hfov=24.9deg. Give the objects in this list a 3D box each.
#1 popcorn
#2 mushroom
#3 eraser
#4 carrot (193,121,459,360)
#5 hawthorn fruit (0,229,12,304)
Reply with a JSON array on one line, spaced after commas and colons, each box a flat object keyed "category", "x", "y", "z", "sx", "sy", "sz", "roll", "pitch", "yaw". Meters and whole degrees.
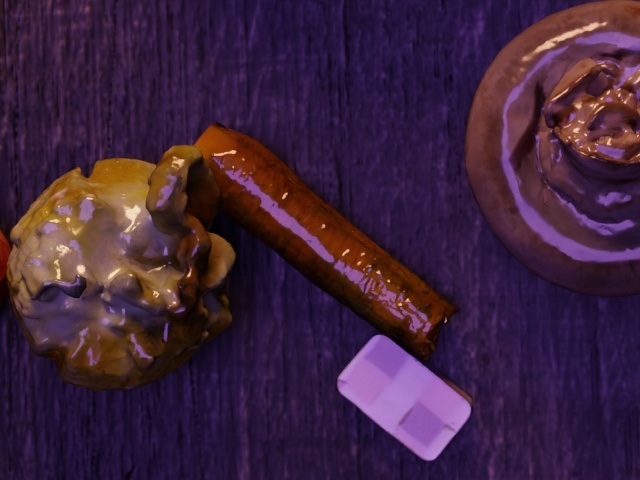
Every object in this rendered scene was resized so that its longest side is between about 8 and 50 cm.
[{"category": "popcorn", "x": -0.151, "y": 0.016, "z": 1.155, "sx": 0.212, "sy": 0.198, "sz": 0.198, "roll": -35, "pitch": 85, "yaw": 31}, {"category": "mushroom", "x": 0.223, "y": -0.070, "z": 1.098, "sx": 0.226, "sy": 0.178, "sz": 0.227, "roll": 0, "pitch": 90, "yaw": 0}, {"category": "eraser", "x": 0.071, "y": 0.129, "z": 1.205, "sx": 0.105, "sy": 0.026, "sz": 0.065, "roll": 40, "pitch": 100, "yaw": 7}, {"category": "carrot", "x": 0.000, "y": 0.000, "z": 1.192, "sx": 0.260, "sy": 0.070, "sz": 0.070, "roll": 39, "pitch": 97, "yaw": 7}, {"category": "hawthorn fruit", "x": -0.323, "y": 0.022, "z": 1.226, "sx": 0.128, "sy": 0.128, "sz": 0.128, "roll": 0, "pitch": 91, "yaw": 10}]
